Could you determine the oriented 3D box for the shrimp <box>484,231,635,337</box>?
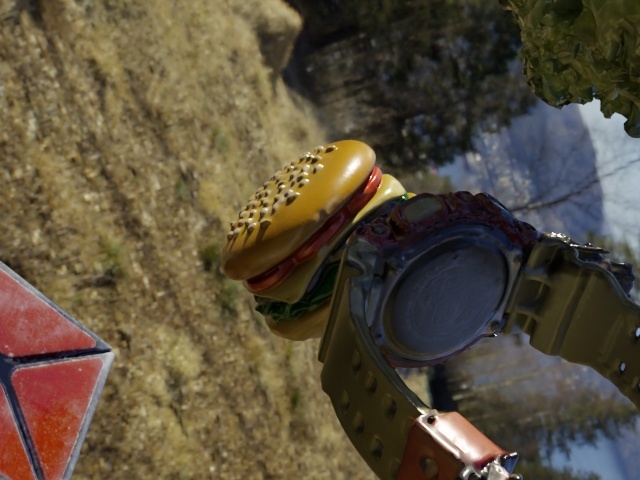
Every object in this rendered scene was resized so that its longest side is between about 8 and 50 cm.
[{"bbox_3d":[0.154,0.051,1.077,0.233,0.365,0.071,87,9,-56],"label":"shrimp"}]

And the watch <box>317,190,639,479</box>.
[{"bbox_3d":[0.097,0.080,0.407,0.268,0.165,0.102,-114,-148,-54],"label":"watch"}]

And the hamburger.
[{"bbox_3d":[0.000,0.000,0.736,0.115,0.162,0.162,47,25,-15],"label":"hamburger"}]

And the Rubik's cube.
[{"bbox_3d":[-0.414,0.187,1.029,0.259,0.260,0.254,42,33,-23],"label":"Rubik's cube"}]

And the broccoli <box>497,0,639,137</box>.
[{"bbox_3d":[0.156,-0.208,0.466,0.274,0.353,0.397,-63,158,-4],"label":"broccoli"}]
